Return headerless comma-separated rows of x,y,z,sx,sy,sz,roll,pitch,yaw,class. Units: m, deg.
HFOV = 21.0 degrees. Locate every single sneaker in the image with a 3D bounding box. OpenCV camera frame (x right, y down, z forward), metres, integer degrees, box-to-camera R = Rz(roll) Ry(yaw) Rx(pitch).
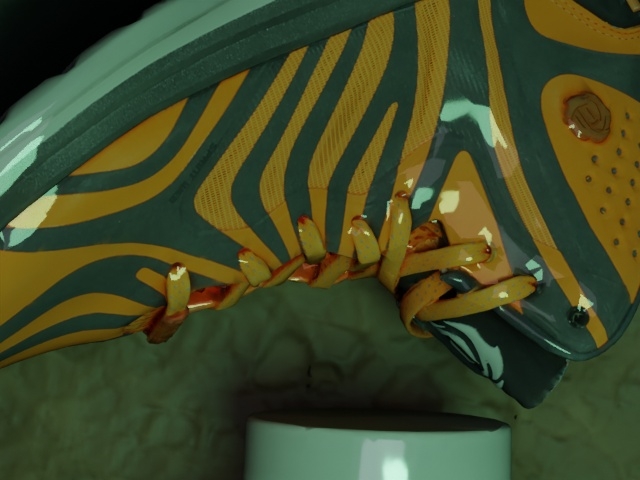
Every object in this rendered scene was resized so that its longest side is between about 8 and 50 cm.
0.000,0.000,0.573,0.321,0.124,0.180,-35,93,-18,sneaker

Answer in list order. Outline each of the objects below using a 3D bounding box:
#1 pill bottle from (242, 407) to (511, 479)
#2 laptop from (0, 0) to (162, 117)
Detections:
0.016,0.192,0.589,0.146,0.146,0.264,2,90,0,pill bottle
-0.128,-0.132,0.660,0.264,0.136,0.234,15,89,26,laptop
